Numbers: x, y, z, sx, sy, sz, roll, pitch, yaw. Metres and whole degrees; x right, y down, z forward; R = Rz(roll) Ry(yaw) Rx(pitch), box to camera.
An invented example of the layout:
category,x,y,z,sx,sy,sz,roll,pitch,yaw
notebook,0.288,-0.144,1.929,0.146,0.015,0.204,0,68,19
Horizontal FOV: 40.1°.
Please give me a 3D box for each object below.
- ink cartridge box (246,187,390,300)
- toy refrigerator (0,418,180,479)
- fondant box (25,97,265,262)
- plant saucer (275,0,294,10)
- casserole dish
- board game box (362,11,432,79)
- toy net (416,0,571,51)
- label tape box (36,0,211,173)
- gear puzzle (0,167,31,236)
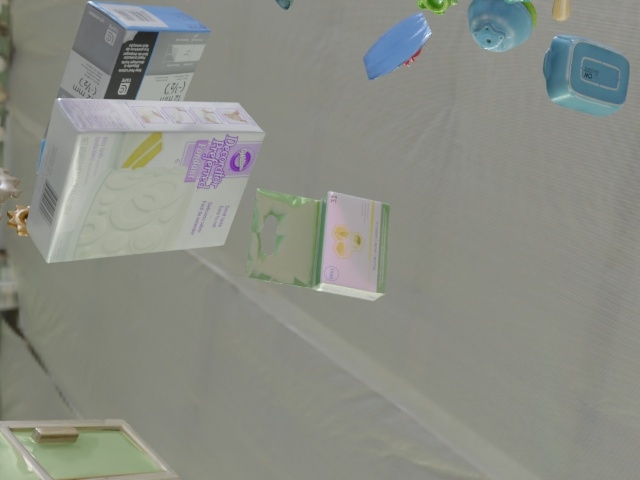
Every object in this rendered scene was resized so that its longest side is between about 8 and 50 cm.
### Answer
category,x,y,z,sx,sy,sz,roll,pitch,yaw
ink cartridge box,0.000,0.000,1.508,0.056,0.235,0.171,140,-42,-63
toy refrigerator,-0.259,0.224,0.796,0.102,0.269,0.094,36,-81,31
fondant box,-0.275,-0.098,1.394,0.096,0.330,0.238,48,-52,34
plant saucer,-0.068,-0.434,1.419,0.119,0.021,0.119,58,-13,22
casserole dish,0.427,-0.260,1.376,0.037,0.188,0.114,5,-93,57
board game box,0.141,-0.330,1.533,0.133,0.033,0.169,-35,-152,17
toy net,0.187,-0.248,0.784,0.045,0.122,0.232,-59,-166,-27
label tape box,-0.376,-0.269,1.667,0.115,0.249,0.348,34,-65,19
gear puzzle,-0.590,-0.072,1.440,0.175,0.338,0.044,-79,-170,-57
